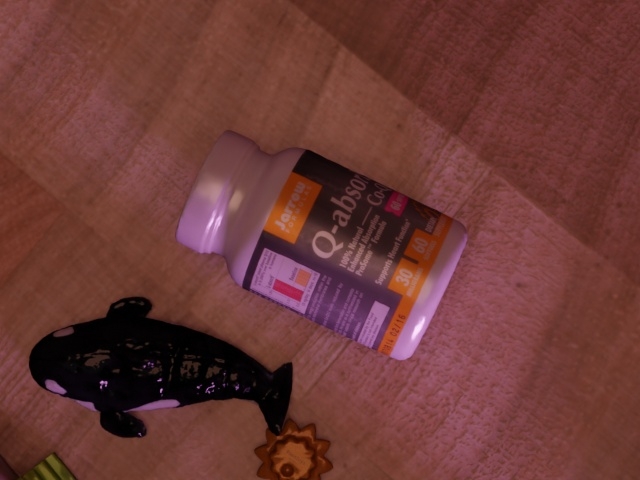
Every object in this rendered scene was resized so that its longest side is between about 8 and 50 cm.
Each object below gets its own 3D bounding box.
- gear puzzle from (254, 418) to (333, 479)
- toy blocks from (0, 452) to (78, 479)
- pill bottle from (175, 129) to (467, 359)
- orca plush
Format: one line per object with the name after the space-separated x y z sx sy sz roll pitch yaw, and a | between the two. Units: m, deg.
0.007 0.358 1.729 0.175 0.044 0.339 -12 87 1 | gear puzzle
-0.338 0.325 1.634 0.190 0.261 0.381 -40 87 0 | toy blocks
0.000 0.000 1.686 0.278 0.162 0.162 25 89 2 | pill bottle
-0.175 0.150 1.714 0.287 0.102 0.151 22 89 2 | orca plush
